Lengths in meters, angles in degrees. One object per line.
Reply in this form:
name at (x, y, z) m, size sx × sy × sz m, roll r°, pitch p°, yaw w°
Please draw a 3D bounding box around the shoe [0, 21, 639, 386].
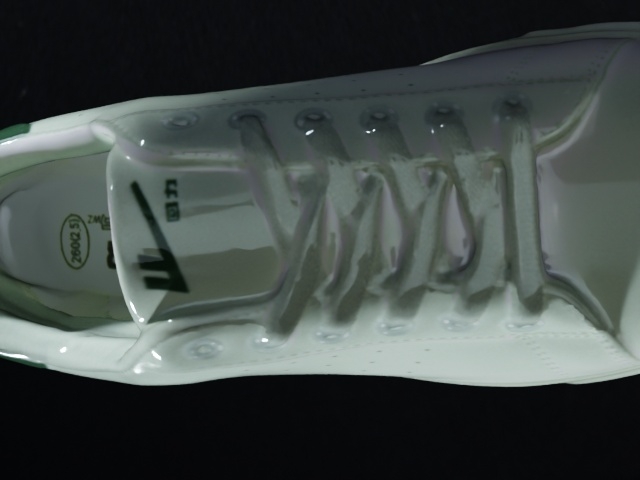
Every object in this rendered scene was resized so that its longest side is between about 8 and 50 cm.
shoe at (0.000, 0.000, 0.380) m, size 0.265 × 0.110 × 0.095 m, roll -5°, pitch -86°, yaw 31°
